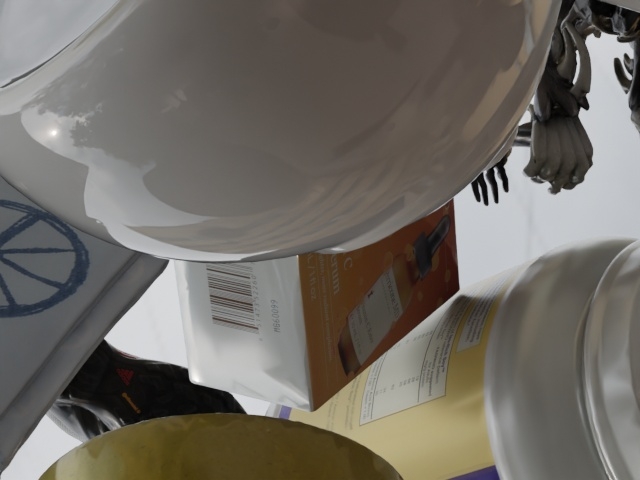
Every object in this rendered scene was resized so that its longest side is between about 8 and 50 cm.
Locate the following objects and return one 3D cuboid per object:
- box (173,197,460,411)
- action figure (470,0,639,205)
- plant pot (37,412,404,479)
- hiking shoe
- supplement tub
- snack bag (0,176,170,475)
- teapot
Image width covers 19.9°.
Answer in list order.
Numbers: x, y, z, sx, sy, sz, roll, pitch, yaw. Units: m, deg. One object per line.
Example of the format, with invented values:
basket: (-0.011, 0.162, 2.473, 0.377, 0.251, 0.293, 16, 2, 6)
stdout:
box: (0.000, 0.000, 1.071, 0.170, 0.091, 0.130, -36, -52, -47)
action figure: (0.162, -0.094, 1.100, 0.164, 0.275, 0.141, -3, -111, -37)
plant pot: (-0.033, 0.133, 0.595, 0.134, 0.134, 0.095, 35, -143, -35)
hiking shoe: (-0.143, 0.130, 1.414, 0.227, 0.114, 0.086, 33, -106, -5)
supplement tub: (0.141, 0.136, 1.148, 0.241, 0.331, 0.241, 17, -118, -35)
snack bag: (-0.279, 0.035, 0.814, 0.342, 0.323, 0.037, -56, -14, -49)
teapot: (-0.004, -0.084, 0.680, 0.187, 0.256, 0.252, 35, -77, -28)
